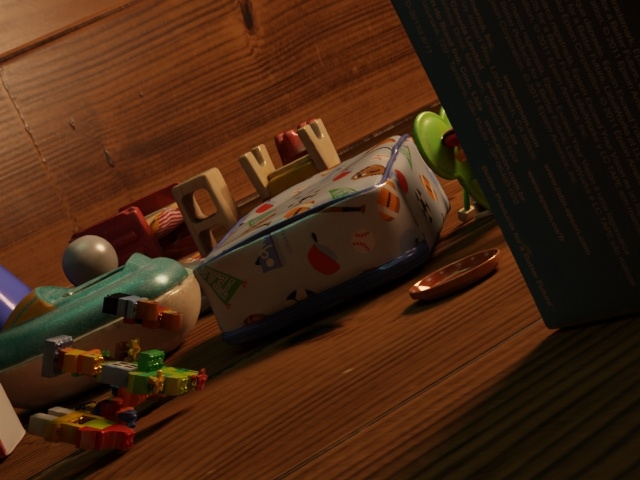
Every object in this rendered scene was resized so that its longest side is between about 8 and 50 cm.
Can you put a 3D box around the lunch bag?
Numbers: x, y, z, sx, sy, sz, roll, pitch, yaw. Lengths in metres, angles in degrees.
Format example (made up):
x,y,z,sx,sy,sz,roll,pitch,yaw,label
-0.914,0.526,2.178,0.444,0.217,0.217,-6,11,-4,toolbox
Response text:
x,y,z,sx,sy,sz,roll,pitch,yaw,label
0.000,0.000,1.740,0.243,0.115,0.303,-27,6,14,lunch bag

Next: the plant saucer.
x,y,z,sx,sy,sz,roll,pitch,yaw,label
0.113,0.030,1.437,0.083,0.013,0.083,-26,6,3,plant saucer

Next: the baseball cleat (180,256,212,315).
x,y,z,sx,sy,sz,roll,pitch,yaw,label
-0.119,0.050,2.116,0.206,0.072,0.109,-18,-6,25,baseball cleat

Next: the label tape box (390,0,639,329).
x,y,z,sx,sy,sz,roll,pitch,yaw,label
0.220,-0.103,0.972,0.115,0.249,0.348,-30,7,-37,label tape box

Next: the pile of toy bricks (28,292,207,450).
x,y,z,sx,sy,sz,roll,pitch,yaw,label
-0.151,0.114,1.473,0.105,0.118,0.212,10,8,18,pile of toy bricks

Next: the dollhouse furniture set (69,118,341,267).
x,y,z,sx,sy,sz,roll,pitch,yaw,label
-0.117,-0.023,2.251,0.374,0.152,0.201,-24,6,20,dollhouse furniture set

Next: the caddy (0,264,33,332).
x,y,z,sx,sy,sz,roll,pitch,yaw,label
-0.455,0.141,2.138,0.241,0.179,0.341,-50,12,-19,caddy

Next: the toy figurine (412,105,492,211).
x,y,z,sx,sy,sz,roll,pitch,yaw,label
0.199,-0.117,1.645,0.159,0.130,0.173,-29,-24,35,toy figurine

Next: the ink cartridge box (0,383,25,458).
x,y,z,sx,sy,sz,roll,pitch,yaw,label
-0.408,0.185,1.721,0.176,0.128,0.127,-26,6,2,ink cartridge box

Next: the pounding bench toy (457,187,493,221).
x,y,z,sx,sy,sz,roll,pitch,yaw,label
0.166,-0.060,1.783,0.083,0.065,0.052,-22,7,38,pounding bench toy

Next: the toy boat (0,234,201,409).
x,y,z,sx,sy,sz,roll,pitch,yaw,label
-0.264,0.079,1.974,0.268,0.148,0.318,-25,6,3,toy boat
